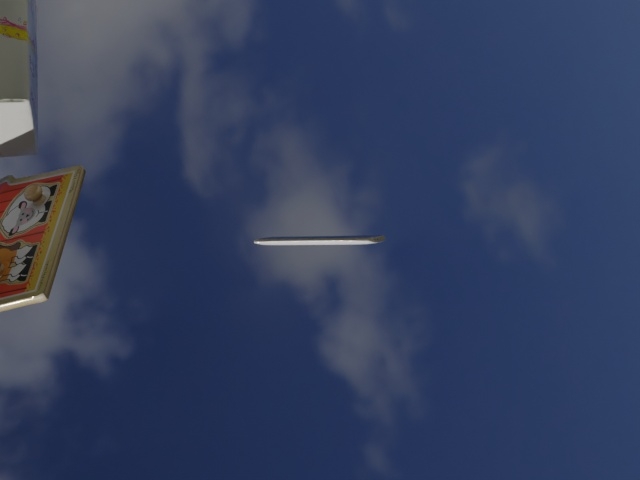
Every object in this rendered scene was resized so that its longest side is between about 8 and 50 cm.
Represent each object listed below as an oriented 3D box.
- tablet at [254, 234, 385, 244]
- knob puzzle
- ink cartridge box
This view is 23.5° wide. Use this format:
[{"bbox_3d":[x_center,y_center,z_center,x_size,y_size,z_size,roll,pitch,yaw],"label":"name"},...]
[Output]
[{"bbox_3d":[0.000,0.000,1.063,0.054,0.083,0.006,-8,-83,-78],"label":"tablet"},{"bbox_3d":[-0.335,0.002,1.508,0.030,0.213,0.213,57,-149,-41],"label":"knob puzzle"},{"bbox_3d":[-0.346,-0.183,1.517,0.128,0.127,0.176,104,163,-68],"label":"ink cartridge box"}]
